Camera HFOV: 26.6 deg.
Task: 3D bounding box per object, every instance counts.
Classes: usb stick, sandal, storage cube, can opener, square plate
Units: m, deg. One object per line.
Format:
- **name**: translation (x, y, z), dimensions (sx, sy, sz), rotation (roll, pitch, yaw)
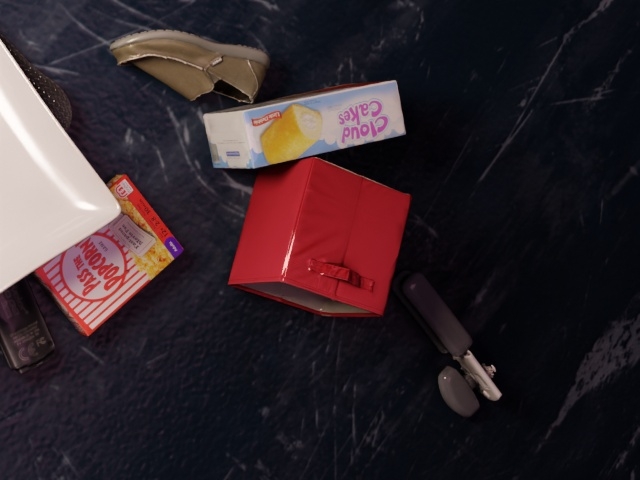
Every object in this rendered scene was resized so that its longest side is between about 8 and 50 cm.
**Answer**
- **usb stick**: translation (-0.453, 0.051, 1.899), dimensions (0.077, 0.045, 0.278), rotation (-28, 105, -29)
- **sandal**: translation (-0.418, -0.217, 1.914), dimensions (0.067, 0.040, 0.179), rotation (-43, 96, -25)
- **storage cube**: translation (0.000, 0.000, 2.042), dimensions (0.184, 0.215, 0.193), rotation (20, 77, -26)
- **can opener**: translation (0.205, 0.172, 2.230), dimensions (0.093, 0.074, 0.280), rotation (-40, 109, -20)
- **square plate**: translation (-0.505, -0.079, 1.821), dimensions (0.347, 0.049, 0.344), rotation (-36, 91, -20)

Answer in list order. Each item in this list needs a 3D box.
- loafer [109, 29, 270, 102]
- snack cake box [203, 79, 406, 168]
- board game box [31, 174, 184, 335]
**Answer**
- **loafer**: translation (-0.188, -0.252, 1.995), dimensions (0.251, 0.094, 0.087), rotation (5, 85, -28)
- **snack cake box**: translation (-0.025, -0.176, 2.052), dimensions (0.264, 0.152, 0.089), rotation (-15, 99, -26)
- **board game box**: translation (-0.317, 0.021, 1.968), dimensions (0.193, 0.045, 0.146), rotation (-44, 110, -19)
